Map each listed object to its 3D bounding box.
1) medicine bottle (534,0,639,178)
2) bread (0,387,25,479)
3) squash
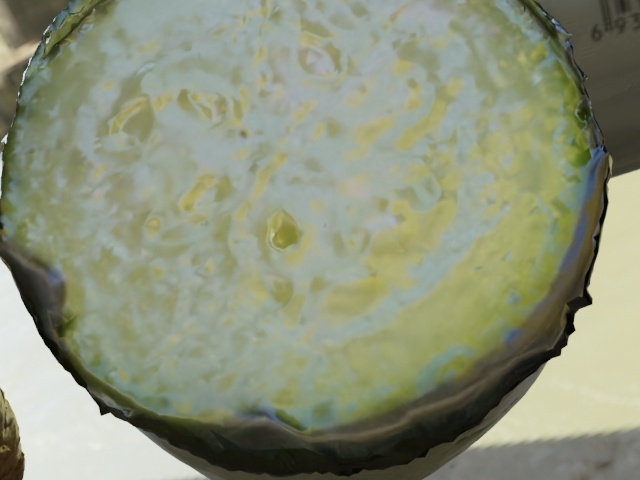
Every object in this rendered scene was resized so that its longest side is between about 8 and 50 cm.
[{"bbox_3d":[0.213,-0.158,0.841,0.339,0.208,0.208,-17,18,-6],"label":"medicine bottle"},{"bbox_3d":[-0.178,0.087,0.649,0.105,0.076,0.233,-55,-11,-15],"label":"bread"},{"bbox_3d":[0.000,-0.013,0.587,0.220,0.220,0.133,-26,-17,3],"label":"squash"}]
